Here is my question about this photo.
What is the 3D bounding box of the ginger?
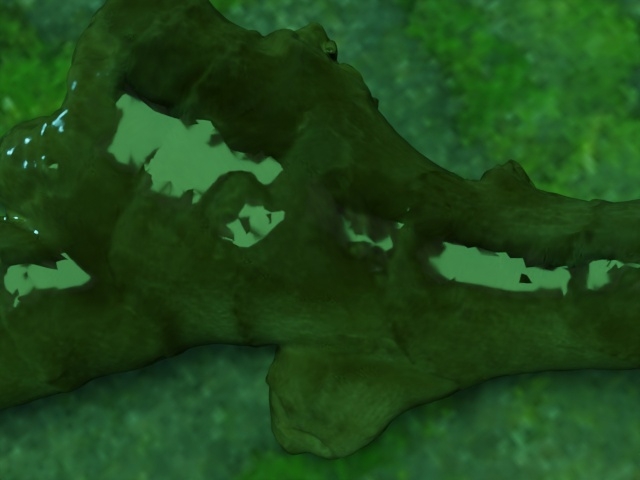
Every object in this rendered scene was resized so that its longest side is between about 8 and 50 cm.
[{"bbox_3d":[0.000,0.000,0.355,0.333,0.081,0.148,7,77,5],"label":"ginger"}]
